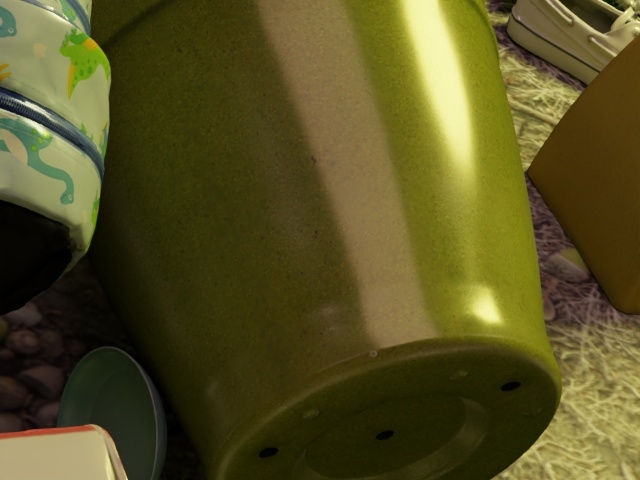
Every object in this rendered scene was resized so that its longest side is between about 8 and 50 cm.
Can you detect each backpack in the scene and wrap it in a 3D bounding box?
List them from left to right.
[{"bbox_3d":[-0.271,-0.054,0.910,0.290,0.273,0.355,20,-9,-26],"label":"backpack"}]

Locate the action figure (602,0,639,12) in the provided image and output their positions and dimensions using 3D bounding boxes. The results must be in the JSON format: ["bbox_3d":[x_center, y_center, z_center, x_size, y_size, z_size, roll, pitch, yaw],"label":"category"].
[{"bbox_3d":[0.324,-0.295,1.770,0.232,0.063,0.137,15,34,-9],"label":"action figure"}]

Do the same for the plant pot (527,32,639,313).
[{"bbox_3d":[0.349,-0.075,1.390,0.212,0.187,0.212,-1,41,-23],"label":"plant pot"}]

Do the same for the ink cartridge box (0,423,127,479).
[{"bbox_3d":[-0.210,0.234,0.675,0.226,0.306,0.131,-4,42,-26],"label":"ink cartridge box"}]

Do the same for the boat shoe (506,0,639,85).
[{"bbox_3d":[0.323,-0.208,1.633,0.258,0.084,0.095,27,38,14],"label":"boat shoe"}]

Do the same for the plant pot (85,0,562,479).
[{"bbox_3d":[0.000,0.000,1.063,0.366,0.366,0.353,-2,53,-24],"label":"plant pot"}]

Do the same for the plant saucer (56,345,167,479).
[{"bbox_3d":[-0.134,0.130,1.000,0.021,0.119,0.119,5,35,-42],"label":"plant saucer"}]
